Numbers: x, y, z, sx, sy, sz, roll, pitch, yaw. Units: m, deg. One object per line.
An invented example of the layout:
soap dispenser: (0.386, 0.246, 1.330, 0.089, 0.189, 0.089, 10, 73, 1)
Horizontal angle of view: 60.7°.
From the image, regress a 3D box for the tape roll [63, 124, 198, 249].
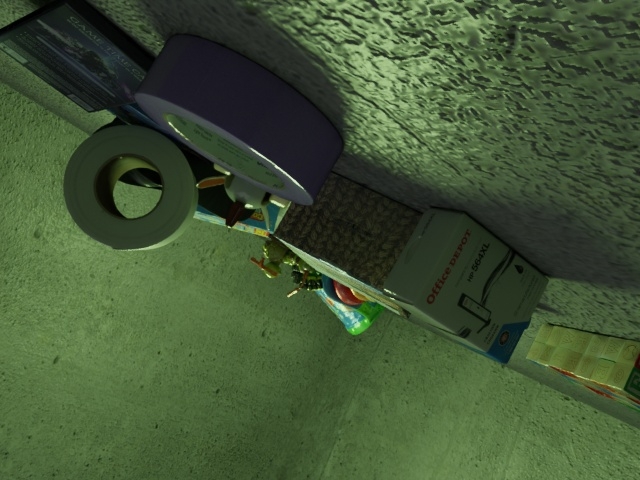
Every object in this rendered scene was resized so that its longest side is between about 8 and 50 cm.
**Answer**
tape roll: (-0.380, -0.102, 1.131, 0.246, 0.246, 0.169, 30, 174, -8)

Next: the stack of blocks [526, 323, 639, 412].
stack of blocks: (0.550, 0.248, 1.027, 0.171, 0.087, 0.297, 30, 174, -7)

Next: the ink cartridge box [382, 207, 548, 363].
ink cartridge box: (0.213, 0.067, 0.798, 0.203, 0.148, 0.086, 32, 174, -26)

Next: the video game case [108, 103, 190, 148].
video game case: (-0.388, -0.282, 1.112, 0.269, 0.061, 0.244, 33, 173, -33)

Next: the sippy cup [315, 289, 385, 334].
sippy cup: (0.108, 0.183, 1.983, 0.224, 0.240, 0.305, 40, 148, -6)

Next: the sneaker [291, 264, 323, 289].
sneaker: (0.085, 0.093, 1.669, 0.343, 0.134, 0.146, 7, -171, 34)

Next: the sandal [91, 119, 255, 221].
sandal: (-0.356, -0.183, 1.344, 0.445, 0.168, 0.107, 21, 180, -4)

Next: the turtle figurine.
turtle figurine: (-0.082, 0.000, 1.267, 0.087, 0.218, 0.269, 33, 173, -29)

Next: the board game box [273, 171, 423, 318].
board game box: (0.082, 0.015, 1.005, 0.231, 0.141, 0.291, 27, 173, 17)

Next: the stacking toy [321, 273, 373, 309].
stacking toy: (0.163, 0.090, 1.327, 0.301, 0.175, 0.165, 6, 162, 45)

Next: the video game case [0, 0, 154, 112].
video game case: (-0.382, -0.285, 0.877, 0.274, 0.026, 0.196, 3, 155, 40)

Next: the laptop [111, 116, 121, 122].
laptop: (-0.484, -0.238, 1.534, 0.234, 0.265, 0.136, 30, 137, -11)

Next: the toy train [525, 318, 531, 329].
toy train: (0.342, 0.145, 1.152, 0.143, 0.105, 0.248, 15, 172, 7)

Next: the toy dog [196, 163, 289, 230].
toy dog: (-0.143, -0.090, 1.084, 0.220, 0.161, 0.334, 28, 174, 11)

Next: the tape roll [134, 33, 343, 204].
tape roll: (-0.109, -0.155, 0.748, 0.274, 0.090, 0.275, 30, 174, 3)

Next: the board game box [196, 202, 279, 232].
board game box: (-0.289, -0.095, 1.724, 0.301, 0.086, 0.308, 15, 175, -6)
